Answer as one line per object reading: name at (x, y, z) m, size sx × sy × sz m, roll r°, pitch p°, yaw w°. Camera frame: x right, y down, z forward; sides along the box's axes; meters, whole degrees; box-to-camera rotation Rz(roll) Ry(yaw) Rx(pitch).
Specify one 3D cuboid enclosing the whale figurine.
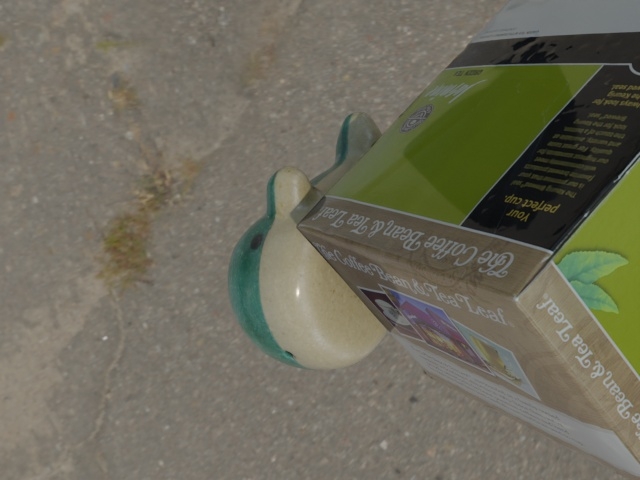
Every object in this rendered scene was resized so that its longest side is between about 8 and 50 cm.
whale figurine at (0.000, 0.000, 1.008) m, size 0.141 × 0.272 × 0.216 m, roll -5°, pitch 143°, yaw 38°

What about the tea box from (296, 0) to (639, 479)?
tea box at (0.211, -0.028, 0.800) m, size 0.323 × 0.329 × 0.220 m, roll -46°, pitch 114°, yaw -11°
